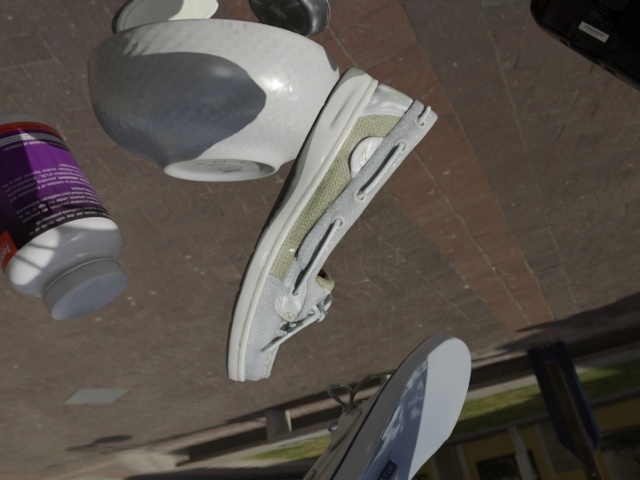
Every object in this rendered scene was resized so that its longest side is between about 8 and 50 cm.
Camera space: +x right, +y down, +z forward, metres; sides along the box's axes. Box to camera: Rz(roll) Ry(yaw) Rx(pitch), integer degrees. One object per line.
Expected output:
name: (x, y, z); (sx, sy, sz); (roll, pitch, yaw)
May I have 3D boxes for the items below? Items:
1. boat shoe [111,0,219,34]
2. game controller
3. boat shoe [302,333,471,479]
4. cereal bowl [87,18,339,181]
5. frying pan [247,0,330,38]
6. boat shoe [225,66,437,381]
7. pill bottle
boat shoe: (-0.315, -0.449, 1.058); (0.098, 0.320, 0.116); (10, 132, 19)
game controller: (0.342, -0.274, 0.584); (0.067, 0.319, 0.167); (6, 126, -16)
boat shoe: (0.060, 0.272, 0.741); (0.156, 0.367, 0.136); (10, 148, 53)
cereal bowl: (-0.140, -0.165, 0.747); (0.338, 0.141, 0.339); (-3, 175, 0)
frying pan: (-0.122, -0.494, 1.151); (0.326, 0.053, 0.197); (7, 154, 41)
boat shoe: (0.001, -0.001, 0.518); (0.103, 0.321, 0.118); (25, -179, 0)
pill bottle: (-0.450, -0.037, 0.876); (0.181, 0.323, 0.181); (-34, 166, -10)
